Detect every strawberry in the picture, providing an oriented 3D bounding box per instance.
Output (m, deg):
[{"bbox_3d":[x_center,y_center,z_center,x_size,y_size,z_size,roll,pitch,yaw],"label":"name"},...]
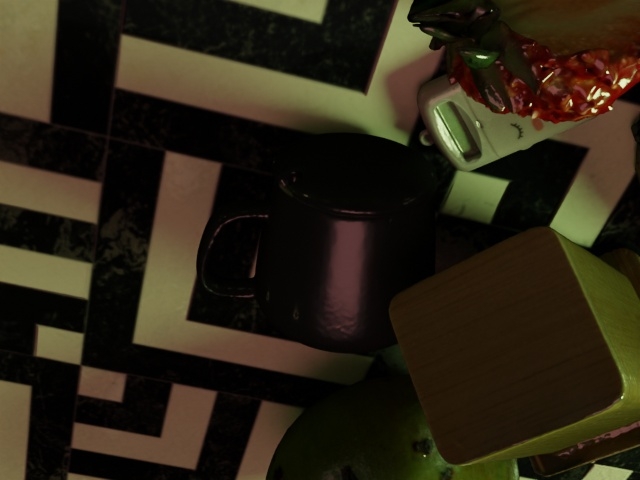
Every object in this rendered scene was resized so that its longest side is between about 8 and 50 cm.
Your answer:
[{"bbox_3d":[0.198,-0.163,0.644,0.286,0.188,0.106,-17,141,-11],"label":"strawberry"}]

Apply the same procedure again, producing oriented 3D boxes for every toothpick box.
[{"bbox_3d":[0.205,0.104,0.763,0.187,0.190,0.308,-27,159,23],"label":"toothpick box"}]

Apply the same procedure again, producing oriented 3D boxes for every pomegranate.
[{"bbox_3d":[0.068,0.311,0.942,0.290,0.323,0.291,10,143,8],"label":"pomegranate"}]

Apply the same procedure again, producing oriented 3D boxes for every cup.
[{"bbox_3d":[0.000,0.000,0.781,0.223,0.169,0.177,-1,124,-11],"label":"cup"}]

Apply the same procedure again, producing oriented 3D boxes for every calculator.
[{"bbox_3d":[0.168,-0.124,0.764,0.175,0.032,0.100,-23,125,20],"label":"calculator"}]

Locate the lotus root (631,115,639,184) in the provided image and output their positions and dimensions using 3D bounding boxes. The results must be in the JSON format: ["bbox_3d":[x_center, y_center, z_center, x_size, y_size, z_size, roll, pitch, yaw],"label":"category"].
[{"bbox_3d":[0.421,-0.064,0.735,0.260,0.149,0.267,36,117,-23],"label":"lotus root"}]
